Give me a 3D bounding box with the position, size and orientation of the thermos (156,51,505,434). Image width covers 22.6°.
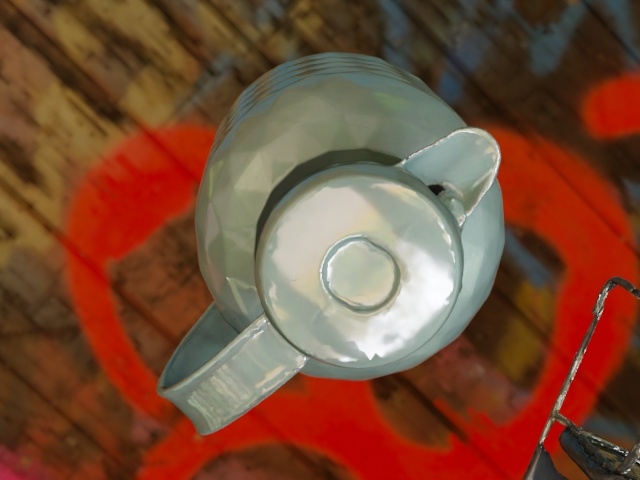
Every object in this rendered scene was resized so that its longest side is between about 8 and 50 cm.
[{"bbox_3d":[0.000,0.000,0.742,0.182,0.145,0.286,-44,-173,7],"label":"thermos"}]

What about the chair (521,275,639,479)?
[{"bbox_3d":[0.212,0.161,1.044,0.221,0.140,0.145,-59,-162,7],"label":"chair"}]
